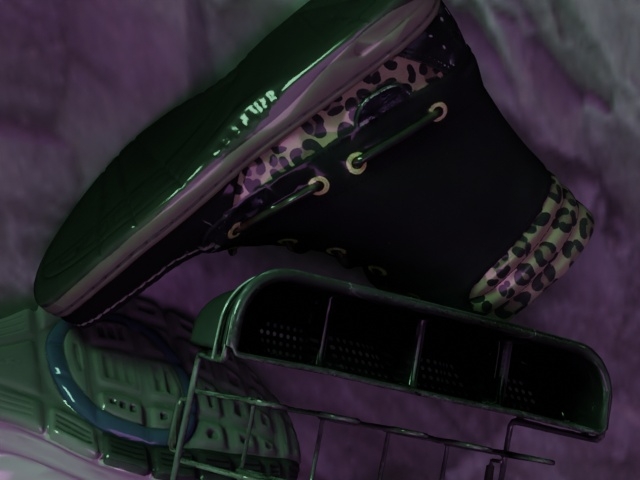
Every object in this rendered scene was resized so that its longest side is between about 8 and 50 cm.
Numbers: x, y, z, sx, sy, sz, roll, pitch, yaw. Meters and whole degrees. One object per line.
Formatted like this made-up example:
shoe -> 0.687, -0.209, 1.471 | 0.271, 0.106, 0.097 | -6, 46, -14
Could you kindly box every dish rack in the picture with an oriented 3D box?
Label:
dish rack -> 0.014, 0.162, 0.689 | 0.208, 0.074, 0.272 | 15, 82, -28

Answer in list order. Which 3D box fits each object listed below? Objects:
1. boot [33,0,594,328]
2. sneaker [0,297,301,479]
boot -> 0.001, 0.000, 0.726 | 0.236, 0.085, 0.178 | -39, 118, 8
sneaker -> -0.158, 0.099, 0.740 | 0.297, 0.111, 0.129 | 8, 131, -14
